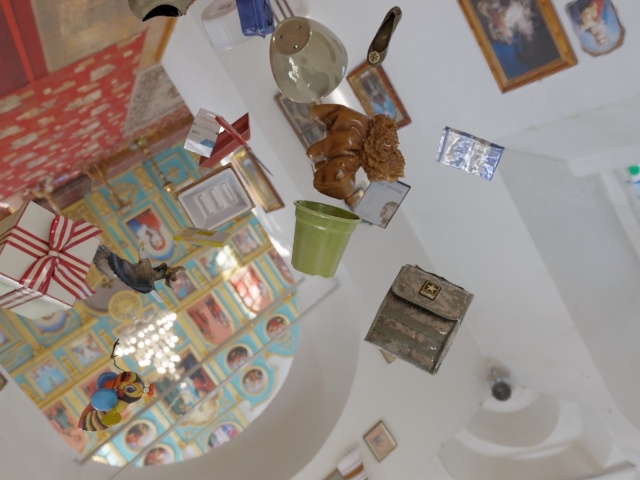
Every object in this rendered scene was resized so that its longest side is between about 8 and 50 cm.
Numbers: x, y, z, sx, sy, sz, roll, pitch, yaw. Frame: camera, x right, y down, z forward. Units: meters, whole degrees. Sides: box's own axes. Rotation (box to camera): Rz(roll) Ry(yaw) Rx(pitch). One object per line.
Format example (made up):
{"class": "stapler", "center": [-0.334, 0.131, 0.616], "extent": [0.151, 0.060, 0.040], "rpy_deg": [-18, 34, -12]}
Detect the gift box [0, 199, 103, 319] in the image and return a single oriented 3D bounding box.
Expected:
{"class": "gift box", "center": [-0.778, 0.061, 1.403], "extent": [0.258, 0.276, 0.255], "rpy_deg": [-20, -127, 35]}

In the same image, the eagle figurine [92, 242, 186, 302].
{"class": "eagle figurine", "center": [-0.711, 0.115, 1.924], "extent": [0.298, 0.225, 0.226], "rpy_deg": [0, 143, -42]}

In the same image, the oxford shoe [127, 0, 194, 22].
{"class": "oxford shoe", "center": [-0.442, -0.775, 1.593], "extent": [0.348, 0.130, 0.123], "rpy_deg": [-26, -177, -21]}

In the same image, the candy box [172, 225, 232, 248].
{"class": "candy box", "center": [-0.464, -0.014, 1.974], "extent": [0.205, 0.027, 0.105], "rpy_deg": [9, -153, 9]}

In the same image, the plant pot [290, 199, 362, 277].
{"class": "plant pot", "center": [0.000, 0.000, 1.947], "extent": [0.275, 0.254, 0.276], "rpy_deg": [14, -168, -3]}

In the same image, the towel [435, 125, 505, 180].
{"class": "towel", "center": [0.676, -0.395, 2.292], "extent": [0.034, 0.284, 0.209], "rpy_deg": [-55, 161, -35]}

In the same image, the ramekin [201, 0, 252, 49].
{"class": "ramekin", "center": [-0.394, -0.986, 2.223], "extent": [0.277, 0.135, 0.277], "rpy_deg": [-13, -133, 15]}

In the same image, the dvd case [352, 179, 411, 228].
{"class": "dvd case", "center": [0.286, -0.188, 2.352], "extent": [0.022, 0.180, 0.253], "rpy_deg": [-84, -160, -58]}

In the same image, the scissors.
{"class": "scissors", "center": [-0.248, -0.318, 1.687], "extent": [0.021, 0.297, 0.109], "rpy_deg": [-46, 175, 6]}

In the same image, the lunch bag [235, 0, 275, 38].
{"class": "lunch bag", "center": [-0.138, -0.494, 1.099], "extent": [0.065, 0.099, 0.067], "rpy_deg": [-4, -159, 22]}

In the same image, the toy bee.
{"class": "toy bee", "center": [-0.576, 0.450, 1.449], "extent": [0.298, 0.162, 0.195], "rpy_deg": [-51, -157, 35]}

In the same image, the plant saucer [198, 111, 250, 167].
{"class": "plant saucer", "center": [-0.387, -0.411, 2.085], "extent": [0.258, 0.048, 0.259], "rpy_deg": [-34, -151, 10]}

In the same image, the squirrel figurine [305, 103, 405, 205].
{"class": "squirrel figurine", "center": [0.137, -0.331, 1.991], "extent": [0.396, 0.281, 0.371], "rpy_deg": [-1, -129, 13]}

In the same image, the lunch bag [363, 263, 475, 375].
{"class": "lunch bag", "center": [0.307, 0.232, 1.527], "extent": [0.287, 0.235, 0.169], "rpy_deg": [-63, 158, -5]}

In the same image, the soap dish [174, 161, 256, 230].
{"class": "soap dish", "center": [-0.467, -0.185, 2.238], "extent": [0.290, 0.229, 0.118], "rpy_deg": [-28, -165, 2]}

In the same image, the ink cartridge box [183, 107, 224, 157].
{"class": "ink cartridge box", "center": [-0.447, -0.417, 1.931], "extent": [0.060, 0.104, 0.180], "rpy_deg": [126, -20, -51]}

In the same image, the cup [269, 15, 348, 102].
{"class": "cup", "center": [-0.076, -0.763, 2.024], "extent": [0.331, 0.331, 0.237], "rpy_deg": [-28, 163, 11]}

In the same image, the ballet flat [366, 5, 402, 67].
{"class": "ballet flat", "center": [0.252, -0.809, 1.980], "extent": [0.250, 0.084, 0.058], "rpy_deg": [-63, 168, 8]}
